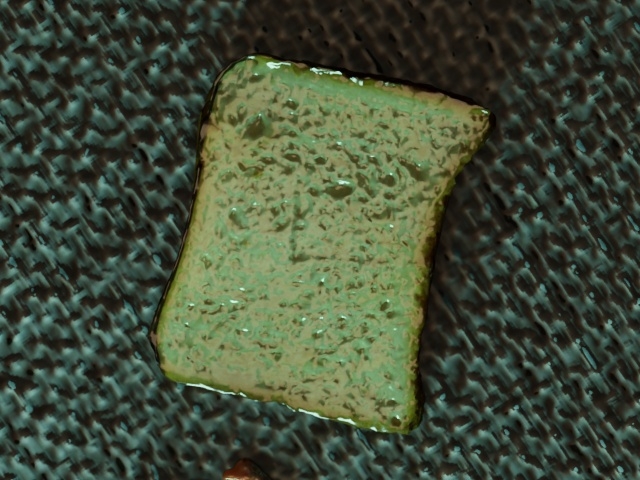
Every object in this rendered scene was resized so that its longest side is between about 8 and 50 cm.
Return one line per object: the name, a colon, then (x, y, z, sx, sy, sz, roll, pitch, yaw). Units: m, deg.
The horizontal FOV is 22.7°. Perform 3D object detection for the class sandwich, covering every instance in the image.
sandwich: (0.000, 0.000, 0.989, 0.186, 0.065, 0.215, 11, 94, 3)

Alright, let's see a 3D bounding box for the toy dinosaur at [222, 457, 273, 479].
toy dinosaur: (-0.031, 0.282, 1.013, 0.101, 0.055, 0.280, -20, 90, -5)
